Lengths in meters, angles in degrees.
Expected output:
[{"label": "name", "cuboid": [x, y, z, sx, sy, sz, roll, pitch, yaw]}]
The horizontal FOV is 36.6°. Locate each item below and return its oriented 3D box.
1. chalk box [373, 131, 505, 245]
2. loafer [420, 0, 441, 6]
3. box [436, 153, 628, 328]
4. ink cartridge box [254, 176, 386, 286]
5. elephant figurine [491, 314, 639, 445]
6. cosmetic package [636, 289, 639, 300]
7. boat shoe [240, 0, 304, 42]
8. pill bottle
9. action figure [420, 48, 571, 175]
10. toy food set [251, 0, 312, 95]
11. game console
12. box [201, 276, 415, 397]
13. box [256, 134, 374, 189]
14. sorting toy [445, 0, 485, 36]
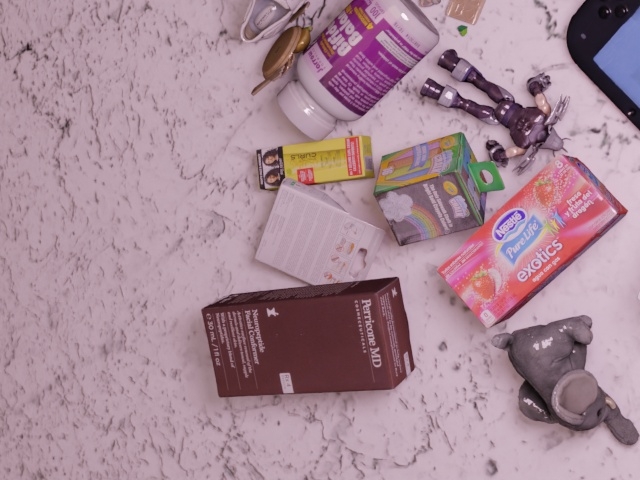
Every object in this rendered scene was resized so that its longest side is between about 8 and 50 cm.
[{"label": "chalk box", "cuboid": [0.222, -0.099, 1.747, 0.213, 0.132, 0.132, -15, 124, 23]}, {"label": "loafer", "cuboid": [0.194, -0.502, 1.820, 0.039, 0.045, 0.125, -11, 90, 31]}, {"label": "box", "cuboid": [0.372, 0.001, 1.697, 0.300, 0.154, 0.142, -46, 74, 21]}, {"label": "ink cartridge box", "cuboid": [0.000, 0.000, 1.912, 0.225, 0.056, 0.181, 23, 117, 2]}, {"label": "elephant figurine", "cuboid": [0.425, 0.258, 1.670, 0.186, 0.169, 0.239, -16, 81, 19]}, {"label": "cosmetic package", "cuboid": [0.619, 0.045, 1.566, 0.151, 0.184, 0.151, 22, 101, 22]}, {"label": "boat shoe", "cuboid": [-0.066, -0.476, 1.833, 0.098, 0.096, 0.277, 36, 129, -2]}, {"label": "pill bottle", "cuboid": [0.062, -0.332, 1.817, 0.301, 0.169, 0.169, -43, 75, 19]}, {"label": "action figure", "cuboid": [0.326, -0.238, 1.744, 0.285, 0.099, 0.185, 35, 98, 16]}, {"label": "toy food set", "cuboid": [-0.066, -0.364, 1.891, 0.132, 0.038, 0.192, -24, 40, 53]}, {"label": "game console", "cuboid": [0.611, -0.315, 1.555, 0.386, 0.060, 0.342, 51, 136, 14]}, {"label": "box", "cuboid": [-0.026, 0.192, 1.883, 0.381, 0.143, 0.191, -8, 98, 23]}, {"label": "box", "cuboid": [-0.011, -0.152, 1.918, 0.232, 0.058, 0.087, -4, 90, 24]}, {"label": "sorting toy", "cuboid": [0.267, -0.425, 1.805, 0.062, 0.012, 0.083, 24, 98, 17]}]
